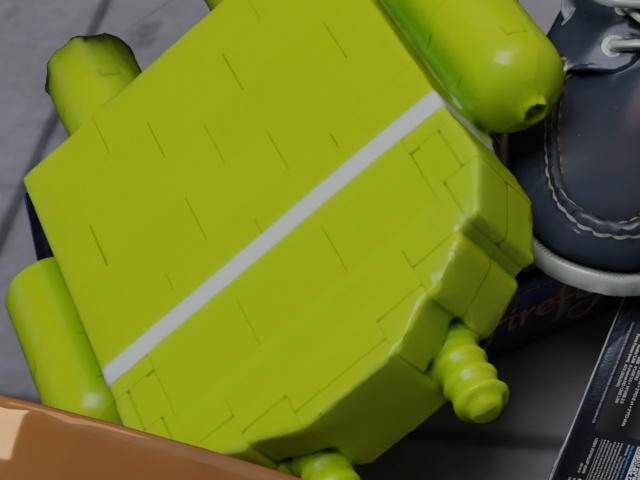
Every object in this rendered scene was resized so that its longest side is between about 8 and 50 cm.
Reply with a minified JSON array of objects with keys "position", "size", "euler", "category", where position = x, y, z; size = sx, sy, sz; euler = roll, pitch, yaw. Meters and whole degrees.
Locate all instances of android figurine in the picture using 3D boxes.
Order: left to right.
[{"position":[-0.019,-0.013,0.708],"size":[0.248,0.056,0.273],"euler":[-41,48,10],"category":"android figurine"}]

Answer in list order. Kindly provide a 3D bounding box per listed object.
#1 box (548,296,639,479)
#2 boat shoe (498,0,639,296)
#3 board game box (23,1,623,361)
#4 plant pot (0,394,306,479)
[{"position":[0.153,0.130,0.618],"size":[0.175,0.051,0.220],"euler":[10,58,29],"category":"box"},{"position":[0.138,-0.083,0.739],"size":[0.095,0.079,0.254],"euler":[22,47,8],"category":"boat shoe"},{"position":[0.000,0.000,0.792],"size":[0.243,0.042,0.165],"euler":[-24,49,5],"category":"board game box"},{"position":[-0.102,0.169,0.566],"size":[0.291,0.291,0.203],"euler":[5,72,27],"category":"plant pot"}]
